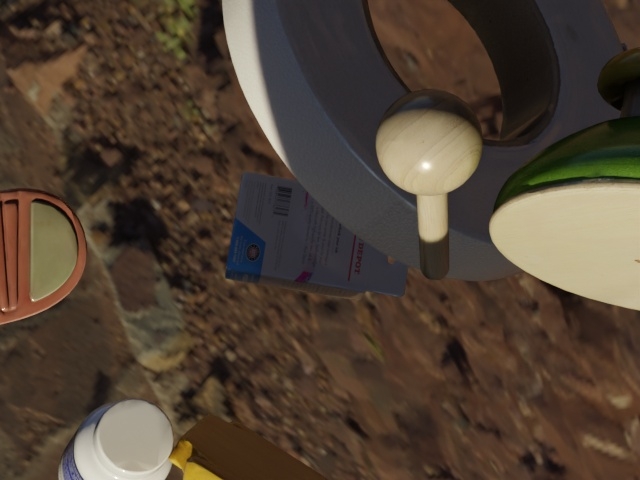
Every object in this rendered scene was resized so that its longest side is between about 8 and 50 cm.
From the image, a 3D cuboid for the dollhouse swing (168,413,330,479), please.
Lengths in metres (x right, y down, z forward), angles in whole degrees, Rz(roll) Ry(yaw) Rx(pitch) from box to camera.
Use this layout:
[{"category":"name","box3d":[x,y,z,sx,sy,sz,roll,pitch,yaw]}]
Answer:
[{"category":"dollhouse swing","box3d":[-0.064,0.383,1.487,0.315,0.347,0.305,32,92,2]}]

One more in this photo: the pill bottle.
[{"category":"pill bottle","box3d":[-0.224,0.240,1.752,0.112,0.187,0.112,6,67,-16]}]

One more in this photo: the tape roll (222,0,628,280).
[{"category":"tape roll","box3d":[0.099,-0.156,1.289,0.072,0.392,0.392,-34,59,45]}]

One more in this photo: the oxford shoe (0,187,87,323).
[{"category":"oxford shoe","box3d":[-0.401,0.043,1.315,0.397,0.146,0.141,-9,95,-25]}]

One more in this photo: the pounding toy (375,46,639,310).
[{"category":"pounding toy","box3d":[0.159,-0.042,0.805,0.236,0.183,0.110,8,71,16]}]

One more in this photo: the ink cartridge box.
[{"category":"ink cartridge box","box3d":[0.000,0.000,1.605,0.181,0.061,0.104,10,77,-3]}]
